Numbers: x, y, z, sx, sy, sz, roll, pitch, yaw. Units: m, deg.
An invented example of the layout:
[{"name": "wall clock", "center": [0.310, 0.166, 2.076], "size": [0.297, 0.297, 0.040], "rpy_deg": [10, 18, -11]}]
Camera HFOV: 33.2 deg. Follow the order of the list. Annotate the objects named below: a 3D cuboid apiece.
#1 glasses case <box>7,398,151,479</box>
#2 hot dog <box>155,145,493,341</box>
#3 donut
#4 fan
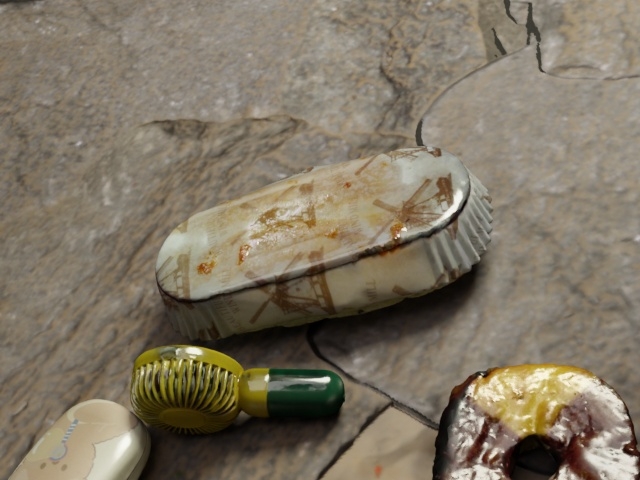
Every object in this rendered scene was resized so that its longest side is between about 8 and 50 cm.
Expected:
[{"name": "glasses case", "center": [-0.195, 0.202, 0.751], "size": [0.081, 0.051, 0.204], "rpy_deg": [16, 60, 28]}, {"name": "hot dog", "center": [0.000, 0.000, 0.829], "size": [0.267, 0.075, 0.144], "rpy_deg": [-14, 45, 13]}, {"name": "donut", "center": [0.134, 0.145, 0.675], "size": [0.140, 0.059, 0.140], "rpy_deg": [-10, 50, 12]}, {"name": "fan", "center": [-0.059, 0.110, 0.765], "size": [0.155, 0.082, 0.039], "rpy_deg": [-1, 56, 5]}]
